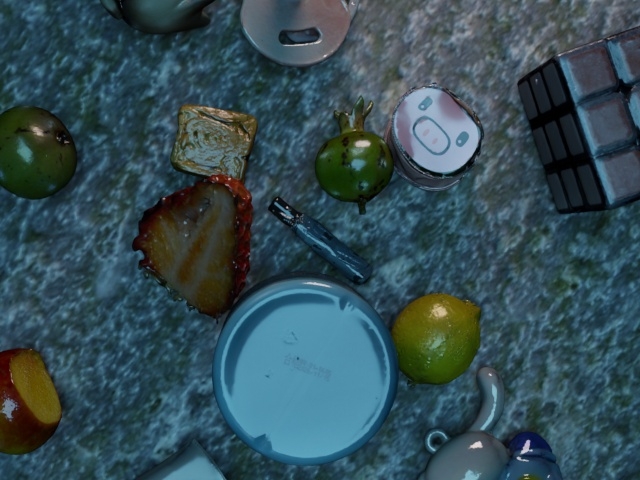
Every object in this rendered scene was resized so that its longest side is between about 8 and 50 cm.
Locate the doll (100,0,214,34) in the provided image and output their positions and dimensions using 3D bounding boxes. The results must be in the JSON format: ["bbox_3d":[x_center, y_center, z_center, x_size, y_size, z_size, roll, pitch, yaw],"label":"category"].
[{"bbox_3d":[-0.370,-0.553,1.844,0.226,0.215,0.370,-33,90,-18],"label":"doll"}]

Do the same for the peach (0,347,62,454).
[{"bbox_3d":[-0.584,0.307,1.854,0.190,0.190,0.192,28,85,-2],"label":"peach"}]

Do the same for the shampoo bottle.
[{"bbox_3d":[-0.031,0.224,1.797,0.331,0.342,0.331,0,90,-3],"label":"shampoo bottle"}]

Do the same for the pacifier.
[{"bbox_3d":[-0.050,-0.504,1.860,0.220,0.273,0.332,-9,90,14],"label":"pacifier"}]

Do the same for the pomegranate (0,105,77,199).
[{"bbox_3d":[-0.571,-0.151,1.864,0.179,0.179,0.210,39,109,-2],"label":"pomegranate"}]

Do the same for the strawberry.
[{"bbox_3d":[-0.226,-0.014,1.861,0.253,0.150,0.280,19,114,27],"label":"strawberry"}]

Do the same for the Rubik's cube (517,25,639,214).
[{"bbox_3d":[0.589,-0.236,1.845,0.305,0.301,0.304,-17,90,-2],"label":"Rubik's cube"}]

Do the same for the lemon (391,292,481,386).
[{"bbox_3d":[0.228,0.191,1.893,0.206,0.173,0.173,-39,92,0],"label":"lemon"}]

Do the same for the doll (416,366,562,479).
[{"bbox_3d":[0.353,0.499,1.912,0.365,0.187,0.376,36,100,8],"label":"doll"}]

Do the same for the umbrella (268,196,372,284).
[{"bbox_3d":[0.001,-0.002,1.941,0.250,0.052,0.053,40,89,-3],"label":"umbrella"}]

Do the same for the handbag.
[{"bbox_3d":[0.223,-0.201,1.918,0.205,0.116,0.179,43,87,-1],"label":"handbag"}]

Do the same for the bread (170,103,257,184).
[{"bbox_3d":[-0.208,-0.185,1.888,0.158,0.143,0.149,9,90,-6],"label":"bread"}]

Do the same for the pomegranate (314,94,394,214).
[{"bbox_3d":[0.071,-0.172,1.913,0.156,0.156,0.220,10,59,-3],"label":"pomegranate"}]

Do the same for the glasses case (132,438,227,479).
[{"bbox_3d":[-0.333,0.515,1.916,0.308,0.083,0.128,-30,86,-2],"label":"glasses case"}]
